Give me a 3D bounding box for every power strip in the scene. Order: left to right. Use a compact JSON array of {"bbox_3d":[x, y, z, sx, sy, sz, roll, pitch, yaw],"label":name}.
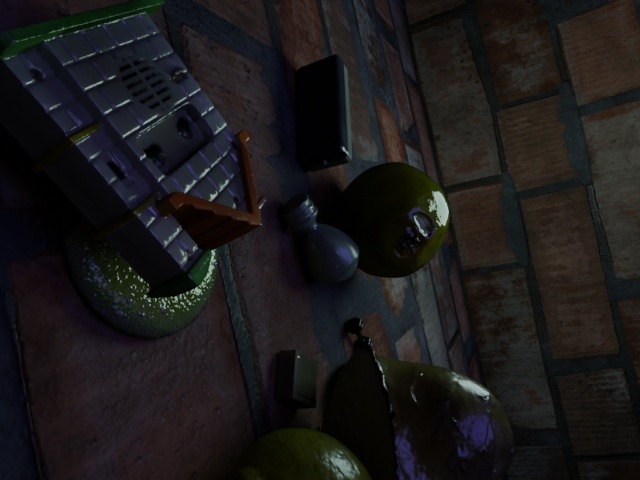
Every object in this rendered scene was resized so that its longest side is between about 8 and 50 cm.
[{"bbox_3d":[0.007,-0.268,1.028,0.070,0.105,0.256,36,48,-56],"label":"power strip"}]

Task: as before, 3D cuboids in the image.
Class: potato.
[{"bbox_3d":[0.155,0.335,0.743,0.237,0.289,0.301,15,52,-20],"label":"potato"}]

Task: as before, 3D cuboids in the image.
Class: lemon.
[{"bbox_3d":[-0.026,0.321,0.579,0.248,0.184,0.184,55,32,-47],"label":"lemon"}]

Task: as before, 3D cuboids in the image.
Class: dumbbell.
[{"bbox_3d":[0.085,0.208,1.050,0.083,0.040,0.036,64,-3,-28],"label":"dumbbell"}]

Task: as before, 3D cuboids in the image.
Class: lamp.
[{"bbox_3d":[0.000,0.000,0.902,0.193,0.106,0.106,55,32,-23],"label":"lamp"}]

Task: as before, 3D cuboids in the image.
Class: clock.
[{"bbox_3d":[-0.175,-0.092,0.492,0.255,0.106,0.220,55,31,-19],"label":"clock"}]

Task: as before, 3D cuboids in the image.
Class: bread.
[{"bbox_3d":[-0.191,0.000,0.557,0.228,0.033,0.228,40,42,-51],"label":"bread"}]

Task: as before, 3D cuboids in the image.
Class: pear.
[{"bbox_3d":[0.158,-0.045,1.085,0.321,0.269,0.269,-95,162,-64],"label":"pear"}]

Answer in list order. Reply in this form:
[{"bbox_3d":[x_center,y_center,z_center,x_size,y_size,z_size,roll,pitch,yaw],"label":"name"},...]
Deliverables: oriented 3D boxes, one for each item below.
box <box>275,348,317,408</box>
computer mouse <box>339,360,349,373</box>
[{"bbox_3d":[-0.036,0.227,0.780,0.083,0.035,0.079,47,38,-50],"label":"box"},{"bbox_3d":[0.131,0.385,1.010,0.379,0.090,0.167,57,32,-41],"label":"computer mouse"}]
